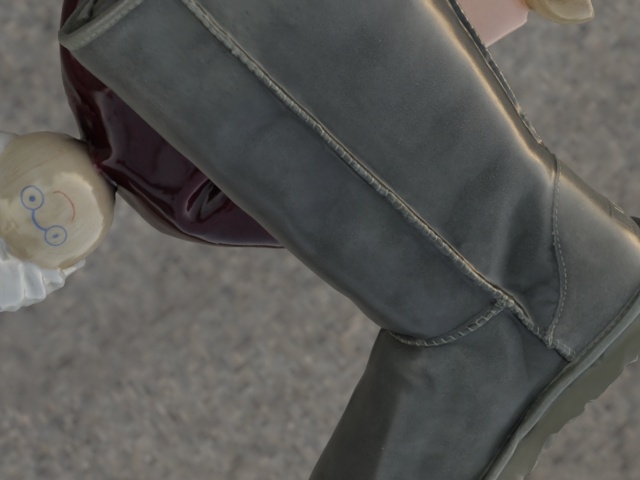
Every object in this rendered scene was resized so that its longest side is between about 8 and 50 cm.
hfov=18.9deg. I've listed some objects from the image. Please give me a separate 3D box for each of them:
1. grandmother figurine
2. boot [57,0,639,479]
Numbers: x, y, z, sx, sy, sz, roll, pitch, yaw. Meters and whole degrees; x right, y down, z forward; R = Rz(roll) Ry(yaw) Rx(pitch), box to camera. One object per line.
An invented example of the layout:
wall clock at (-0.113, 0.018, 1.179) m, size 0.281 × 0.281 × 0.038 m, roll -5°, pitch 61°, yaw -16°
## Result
grandmother figurine at (-0.048, -0.082, 0.957) m, size 0.342 × 0.208 × 0.104 m, roll -33°, pitch -178°, yaw -1°
boot at (-0.002, 0.000, 0.610) m, size 0.208 × 0.076 × 0.190 m, roll 41°, pitch 88°, yaw -30°
